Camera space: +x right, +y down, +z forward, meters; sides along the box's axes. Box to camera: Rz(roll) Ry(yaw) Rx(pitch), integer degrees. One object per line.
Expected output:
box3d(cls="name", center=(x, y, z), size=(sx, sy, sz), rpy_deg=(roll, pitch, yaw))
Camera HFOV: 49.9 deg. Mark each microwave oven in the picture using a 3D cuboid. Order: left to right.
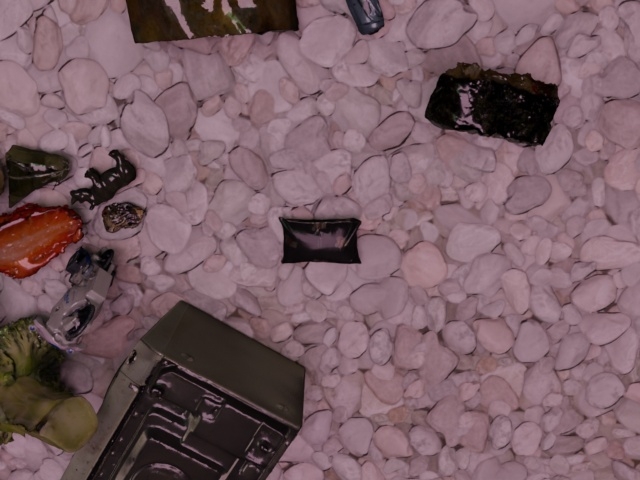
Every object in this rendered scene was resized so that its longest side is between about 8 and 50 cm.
box3d(cls="microwave oven", center=(-0.255, 0.366, 1.248), size=(0.332, 0.247, 0.395), rpy_deg=(30, 105, -6))

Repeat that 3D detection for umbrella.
box3d(cls="umbrella", center=(0.041, -0.449, 1.091), size=(0.052, 0.053, 0.251), rpy_deg=(-20, 106, 8))

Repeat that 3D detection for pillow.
box3d(cls="pillow", center=(0.000, 0.000, 1.233), size=(0.150, 0.048, 0.091), rpy_deg=(0, 99, 6))

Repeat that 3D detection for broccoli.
box3d(cls="broccoli", center=(-0.494, 0.265, 1.196), size=(0.361, 0.252, 0.222), rpy_deg=(-5, 106, 28))

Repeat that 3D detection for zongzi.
box3d(cls="zongzi", center=(-0.496, -0.101, 1.215), size=(0.109, 0.055, 0.119), rpy_deg=(10, 119, -4))

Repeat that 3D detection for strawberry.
box3d(cls="strawberry", center=(-0.511, -0.010, 1.233), size=(0.188, 0.082, 0.121), rpy_deg=(-22, 125, -2))

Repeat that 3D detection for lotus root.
box3d(cls="lotus root", center=(-0.174, -0.444, 1.053), size=(0.266, 0.149, 0.261), rpy_deg=(-4, 108, -1))

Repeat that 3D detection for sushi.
box3d(cls="sushi", center=(0.275, -0.225, 1.121), size=(0.212, 0.147, 0.115), rpy_deg=(6, 102, -19))

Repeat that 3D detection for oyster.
box3d(cls="oyster", center=(-0.356, -0.043, 1.242), size=(0.083, 0.019, 0.054), rpy_deg=(-13, 106, 5))

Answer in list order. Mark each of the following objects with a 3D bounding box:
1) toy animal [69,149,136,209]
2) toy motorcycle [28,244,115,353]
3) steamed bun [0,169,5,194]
box3d(cls="toy animal", center=(-0.387, -0.100, 1.212), size=(0.135, 0.047, 0.065), rpy_deg=(-36, 111, 5))
box3d(cls="toy motorcycle", center=(-0.421, 0.105, 1.194), size=(0.150, 0.221, 0.102), rpy_deg=(-37, 120, 24))
box3d(cls="steamed bun", center=(-0.651, -0.107, 1.189), size=(0.192, 0.106, 0.178), rpy_deg=(-32, 100, 1))
